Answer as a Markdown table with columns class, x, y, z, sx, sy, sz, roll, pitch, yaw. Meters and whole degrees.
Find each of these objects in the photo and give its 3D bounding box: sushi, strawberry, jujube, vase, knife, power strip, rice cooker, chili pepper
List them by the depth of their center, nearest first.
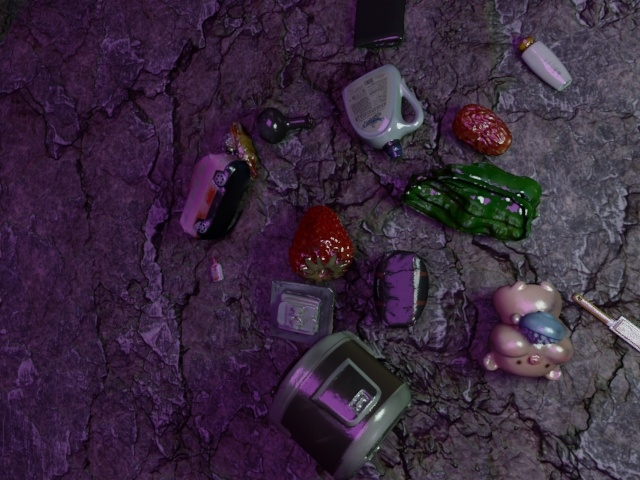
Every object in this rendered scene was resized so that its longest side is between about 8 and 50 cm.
| class | x | y | z | sx | sy | sz | roll | pitch | yaw |
| --- | --- | --- | --- | --- | --- | --- | --- | --- | --- |
| knife | 0.776 | 0.219 | 1.350 | 0.256 | 0.022 | 0.046 | 41 | 93 | 20 |
| rice cooker | 0.048 | 0.432 | 1.421 | 0.325 | 0.335 | 0.335 | 38 | 95 | 21 |
| chili pepper | 0.417 | -0.131 | 1.451 | 0.385 | 0.213 | 0.167 | 16 | 46 | 17 |
| jujube | 0.468 | -0.316 | 1.498 | 0.176 | 0.109 | 0.112 | 38 | 132 | 12 |
| strawberry | 0.000 | 0.000 | 1.592 | 0.205 | 0.205 | 0.244 | -16 | 54 | 17 |
| power strip | -0.068 | 0.230 | 1.595 | 0.213 | 0.064 | 0.198 | 6 | 103 | 21 |
| vase | -0.116 | -0.383 | 1.714 | 0.183 | 0.120 | 0.120 | -5 | 80 | 4 |
| sushi | -0.274 | -0.303 | 1.758 | 0.103 | 0.097 | 0.226 | -29 | 74 | 13 |

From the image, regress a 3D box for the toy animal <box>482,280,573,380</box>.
| class | x | y | z | sx | sy | sz | roll | pitch | yaw |
| --- | --- | --- | --- | --- | --- | --- | --- | --- | --- |
| toy animal | 0.532 | 0.225 | 1.351 | 0.210 | 0.229 | 0.221 | 5 | 42 | 2 |

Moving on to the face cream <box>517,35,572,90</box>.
| class | x | y | z | sx | sy | sz | roll | pitch | yaw |
| --- | --- | --- | --- | --- | --- | --- | --- | --- | --- |
| face cream | 0.641 | -0.508 | 1.488 | 0.072 | 0.051 | 0.182 | -38 | 73 | 12 |

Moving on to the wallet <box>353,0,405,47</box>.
| class | x | y | z | sx | sy | sz | roll | pitch | yaw |
| --- | --- | --- | --- | --- | --- | --- | --- | --- | --- |
| wallet | 0.196 | -0.741 | 1.685 | 0.168 | 0.052 | 0.245 | 2 | 78 | 20 |

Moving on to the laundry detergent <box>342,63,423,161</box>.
| class | x | y | z | sx | sy | sz | roll | pitch | yaw |
| --- | --- | --- | --- | --- | --- | --- | --- | --- | --- |
| laundry detergent | 0.201 | -0.380 | 1.597 | 0.215 | 0.105 | 0.280 | -27 | 73 | 12 |

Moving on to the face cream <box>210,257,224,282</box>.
| class | x | y | z | sx | sy | sz | roll | pitch | yaw |
| --- | --- | --- | --- | --- | --- | --- | --- | --- | --- |
| face cream | -0.354 | 0.101 | 1.768 | 0.040 | 0.021 | 0.083 | -18 | 76 | 15 |

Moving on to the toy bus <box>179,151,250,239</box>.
| class | x | y | z | sx | sy | sz | roll | pitch | yaw |
| --- | --- | --- | --- | --- | --- | --- | --- | --- | --- |
| toy bus | -0.351 | -0.146 | 1.709 | 0.147 | 0.127 | 0.303 | 31 | 111 | 18 |

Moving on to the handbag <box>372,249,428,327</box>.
| class | x | y | z | sx | sy | sz | roll | pitch | yaw |
| --- | --- | --- | --- | --- | --- | --- | --- | --- | --- |
| handbag | 0.229 | 0.135 | 1.478 | 0.155 | 0.169 | 0.215 | 2 | 85 | 17 |
